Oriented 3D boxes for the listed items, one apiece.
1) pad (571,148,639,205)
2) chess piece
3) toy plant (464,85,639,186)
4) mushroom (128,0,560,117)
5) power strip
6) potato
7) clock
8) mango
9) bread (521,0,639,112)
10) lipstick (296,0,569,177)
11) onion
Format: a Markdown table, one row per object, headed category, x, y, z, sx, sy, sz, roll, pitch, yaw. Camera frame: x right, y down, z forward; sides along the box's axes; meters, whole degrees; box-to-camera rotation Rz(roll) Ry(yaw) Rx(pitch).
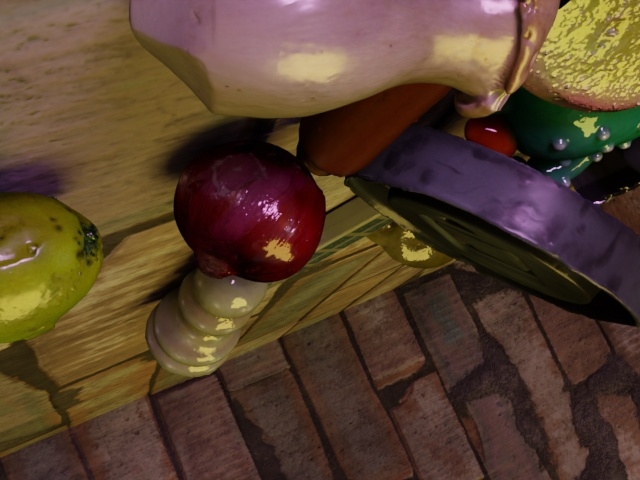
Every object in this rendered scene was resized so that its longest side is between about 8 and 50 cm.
| category | x | y | z | sx | sy | sz | roll | pitch | yaw |
| --- | --- | --- | --- | --- | --- | --- | --- | --- | --- |
| pad | 0.391 | -0.155 | 0.907 | 0.233 | 0.174 | 0.022 | -25 | 151 | 8 |
| chess piece | -0.146 | 0.084 | 1.010 | 0.133 | 0.133 | 0.243 | -18 | 161 | -34 |
| toy plant | 0.322 | -0.151 | 0.720 | 0.400 | 0.185 | 0.279 | -4 | 172 | -17 |
| mushroom | 0.016 | -0.106 | 0.369 | 0.212 | 0.097 | 0.088 | 0 | -163 | -18 |
| power strip | 0.000 | 0.000 | 1.100 | 0.367 | 0.043 | 0.106 | -29 | 169 | 23 |
| potato | 0.158 | -0.010 | 1.155 | 0.149 | 0.120 | 0.081 | -28 | 175 | -36 |
| clock | 0.178 | -0.012 | 0.760 | 0.067 | 0.325 | 0.325 | -62 | 170 | -3 |
| mango | -0.236 | 0.026 | 0.510 | 0.178 | 0.100 | 0.119 | -15 | 171 | -10 |
| bread | 0.232 | -0.171 | 0.506 | 0.228 | 0.033 | 0.228 | -10 | 143 | -7 |
| lipstick | 0.089 | -0.144 | 0.478 | 0.077 | 0.077 | 0.418 | -18 | 170 | -33 |
| onion | -0.059 | -0.022 | 0.618 | 0.131 | 0.131 | 0.131 | -24 | 170 | -5 |
